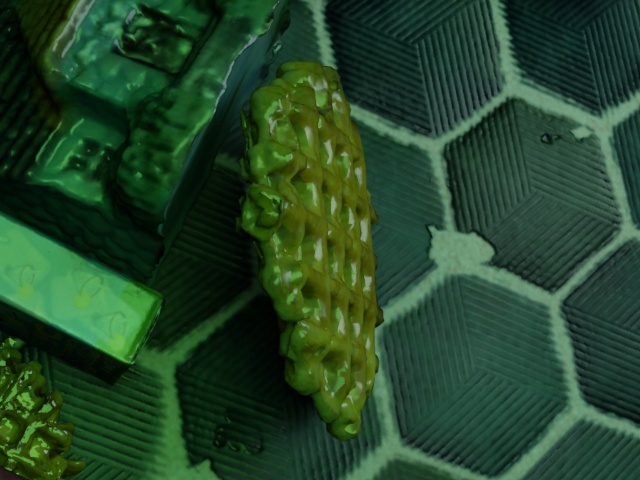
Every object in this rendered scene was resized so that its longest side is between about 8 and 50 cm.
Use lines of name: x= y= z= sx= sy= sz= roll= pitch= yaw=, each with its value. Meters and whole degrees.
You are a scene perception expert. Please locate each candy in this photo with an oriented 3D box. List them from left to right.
candy: x=-0.216 y=0.031 z=0.915 sx=0.194 sy=0.097 sz=0.062 roll=28 pitch=67 yaw=-9

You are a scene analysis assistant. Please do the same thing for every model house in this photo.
model house: x=-0.164 y=-0.139 z=0.918 sx=0.241 sy=0.226 sz=0.261 roll=25 pitch=66 yaw=1

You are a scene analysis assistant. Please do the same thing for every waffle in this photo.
waffle: x=-0.266 y=0.155 z=0.876 sx=0.193 sy=0.070 sz=0.197 roll=-31 pitch=87 yaw=-23
waffle: x=0.002 y=0.000 z=0.946 sx=0.051 sy=0.291 sz=0.291 roll=-9 pitch=75 yaw=17

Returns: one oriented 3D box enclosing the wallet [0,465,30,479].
wallet: x=-0.167 y=0.240 z=0.837 sx=0.232 sy=0.025 sz=0.119 roll=30 pitch=66 yaw=-13
